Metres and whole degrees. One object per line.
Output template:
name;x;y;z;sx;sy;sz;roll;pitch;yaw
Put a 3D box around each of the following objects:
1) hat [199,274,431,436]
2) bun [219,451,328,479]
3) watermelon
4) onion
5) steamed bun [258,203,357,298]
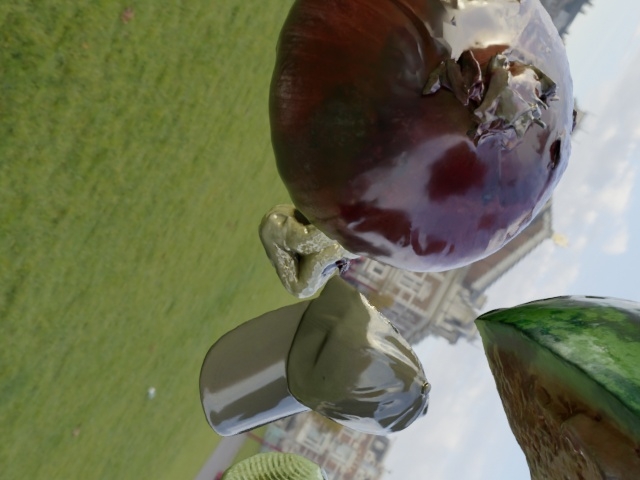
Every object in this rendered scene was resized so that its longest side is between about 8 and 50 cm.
hat;-0.006;0.145;0.721;0.173;0.144;0.166;-38;130;-16
bun;-0.069;0.415;1.207;0.195;0.195;0.118;-50;139;-69
watermelon;0.296;0.162;0.533;0.222;0.292;0.319;101;-19;-72
onion;0.120;-0.137;0.790;0.347;0.347;0.285;-61;-160;-7
steamed bun;0.000;0.000;1.373;0.155;0.172;0.141;-20;-169;23
